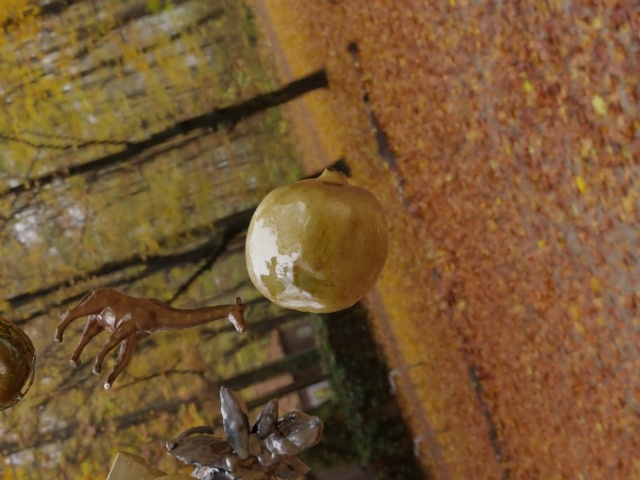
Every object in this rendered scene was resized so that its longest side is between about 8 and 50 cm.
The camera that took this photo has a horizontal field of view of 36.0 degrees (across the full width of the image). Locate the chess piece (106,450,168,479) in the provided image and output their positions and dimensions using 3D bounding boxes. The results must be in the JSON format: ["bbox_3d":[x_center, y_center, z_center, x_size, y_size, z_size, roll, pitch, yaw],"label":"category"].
[{"bbox_3d":[-0.430,0.605,2.091,0.137,0.137,0.300,76,-151,-69],"label":"chess piece"}]

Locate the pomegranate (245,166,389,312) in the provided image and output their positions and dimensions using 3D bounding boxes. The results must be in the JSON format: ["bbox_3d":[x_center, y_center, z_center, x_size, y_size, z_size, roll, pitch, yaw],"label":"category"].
[{"bbox_3d":[-0.001,0.007,1.529,0.233,0.233,0.233,161,90,-88],"label":"pomegranate"}]

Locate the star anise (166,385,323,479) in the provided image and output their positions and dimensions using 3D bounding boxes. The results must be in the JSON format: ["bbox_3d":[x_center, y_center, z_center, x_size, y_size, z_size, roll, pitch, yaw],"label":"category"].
[{"bbox_3d":[-0.102,0.298,1.381,0.093,0.236,0.229,-98,-13,-65],"label":"star anise"}]

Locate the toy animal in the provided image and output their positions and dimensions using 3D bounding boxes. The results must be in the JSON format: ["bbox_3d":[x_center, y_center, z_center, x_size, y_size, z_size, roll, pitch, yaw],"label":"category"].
[{"bbox_3d":[-0.250,0.127,1.467,0.224,0.229,0.066,33,147,13],"label":"toy animal"}]

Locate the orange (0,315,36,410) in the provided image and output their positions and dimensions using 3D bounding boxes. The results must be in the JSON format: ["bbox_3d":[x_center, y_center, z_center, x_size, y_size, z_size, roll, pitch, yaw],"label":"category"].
[{"bbox_3d":[-0.512,0.176,1.470,0.170,0.160,0.112,67,165,-11],"label":"orange"}]

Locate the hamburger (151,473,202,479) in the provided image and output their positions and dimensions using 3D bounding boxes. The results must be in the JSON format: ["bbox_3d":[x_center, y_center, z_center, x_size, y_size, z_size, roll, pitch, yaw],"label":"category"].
[{"bbox_3d":[-0.190,0.434,1.264,0.283,0.260,0.144,61,-175,-37],"label":"hamburger"}]
